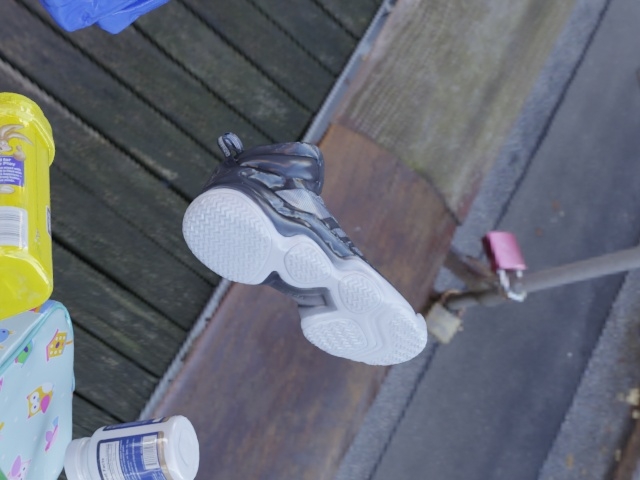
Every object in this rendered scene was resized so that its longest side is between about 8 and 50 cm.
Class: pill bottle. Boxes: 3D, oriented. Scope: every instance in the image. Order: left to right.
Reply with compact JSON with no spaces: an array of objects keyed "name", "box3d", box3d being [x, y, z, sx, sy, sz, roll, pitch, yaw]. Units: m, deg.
[{"name":"pill bottle","box3d":[-0.185,0.212,1.045,0.067,0.120,0.067,-11,90,-75]}]

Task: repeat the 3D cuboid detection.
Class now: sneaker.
[{"name":"sneaker","box3d":[0.000,0.000,1.004,0.268,0.101,0.153,35,39,-24]}]

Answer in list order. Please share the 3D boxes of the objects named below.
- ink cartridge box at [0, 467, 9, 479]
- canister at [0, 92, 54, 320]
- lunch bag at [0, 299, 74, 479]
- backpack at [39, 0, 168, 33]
[{"name":"ink cartridge box","box3d":[-0.260,0.250,0.639,0.208,0.087,0.153,-26,135,-27]},{"name":"canister","box3d":[-0.258,-0.019,0.784,0.126,0.170,0.073,-19,137,3]},{"name":"lunch bag","box3d":[-0.339,0.190,1.038,0.224,0.108,0.279,-54,159,-52]},{"name":"backpack","box3d":[-0.085,-0.141,0.374,0.098,0.101,0.120,-30,74,-13]}]
